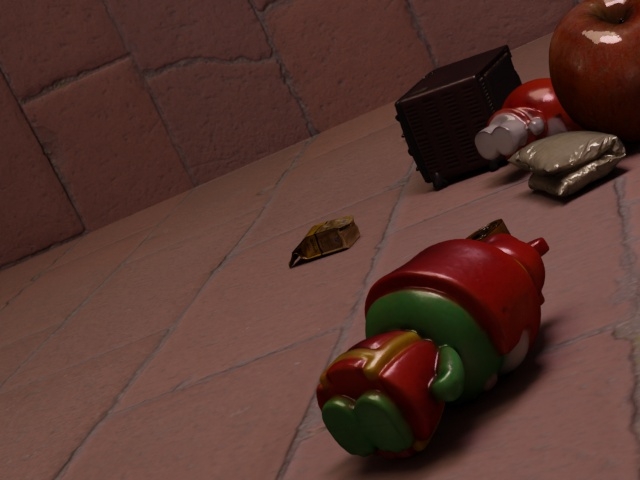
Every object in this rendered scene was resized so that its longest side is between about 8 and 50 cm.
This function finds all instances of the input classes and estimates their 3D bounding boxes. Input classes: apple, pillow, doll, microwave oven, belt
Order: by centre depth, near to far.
[{"bbox_3d":[0.137,0.086,1.504,0.363,0.160,0.182,-35,7,-41],"label":"doll"},{"bbox_3d":[0.233,0.003,1.999,0.059,0.036,0.083,-24,9,41],"label":"belt"},{"bbox_3d":[0.375,-0.122,2.149,0.134,0.078,0.181,-25,12,-4],"label":"pillow"},{"bbox_3d":[0.478,-0.265,2.224,0.253,0.254,0.253,-24,11,5],"label":"apple"},{"bbox_3d":[0.381,-0.212,2.424,0.290,0.130,0.161,-27,7,-40],"label":"doll"},{"bbox_3d":[0.265,-0.228,2.612,0.188,0.178,0.247,-19,12,27],"label":"microwave oven"}]

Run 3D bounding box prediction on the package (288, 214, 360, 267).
[{"bbox_3d":[0.000,0.000,2.485,0.131,0.047,0.071,-17,17,30],"label":"package"}]
